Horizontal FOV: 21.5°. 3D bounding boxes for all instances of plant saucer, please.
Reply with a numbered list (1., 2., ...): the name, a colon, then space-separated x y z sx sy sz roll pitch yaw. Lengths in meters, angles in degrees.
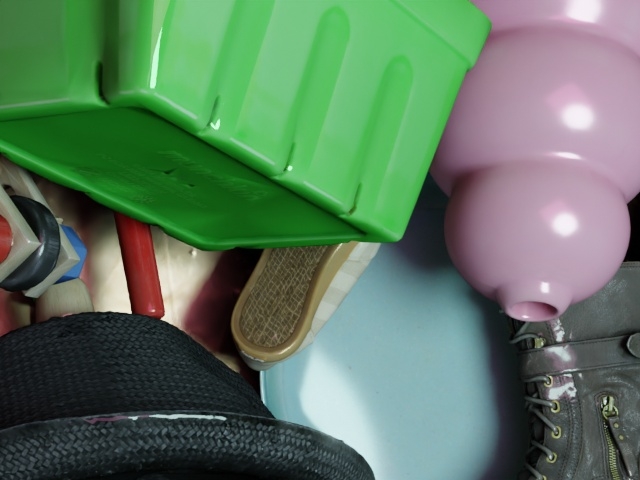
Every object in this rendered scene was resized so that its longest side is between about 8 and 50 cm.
1. plant saucer: 0.099 0.104 1.292 0.317 0.043 0.318 3 82 -19

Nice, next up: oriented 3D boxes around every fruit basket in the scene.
1. fruit basket: -0.084 -0.204 1.080 0.392 0.283 0.392 8 80 -58

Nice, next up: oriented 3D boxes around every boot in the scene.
1. boot: 0.166 0.130 1.255 0.263 0.091 0.229 -10 81 -25

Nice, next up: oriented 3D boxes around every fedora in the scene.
1. fedora: -0.134 0.144 1.113 0.334 0.334 0.152 -1 54 -20

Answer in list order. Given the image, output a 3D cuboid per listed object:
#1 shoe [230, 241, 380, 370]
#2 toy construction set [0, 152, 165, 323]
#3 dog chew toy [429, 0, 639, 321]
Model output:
1. shoe: 0.000 0.000 1.222 0.076 0.058 0.219 25 68 17
2. toy construction set: -0.258 -0.055 1.109 0.308 0.257 0.237 3 69 -40
3. dog chew toy: 0.159 -0.100 1.229 0.206 0.206 0.332 14 64 -18
